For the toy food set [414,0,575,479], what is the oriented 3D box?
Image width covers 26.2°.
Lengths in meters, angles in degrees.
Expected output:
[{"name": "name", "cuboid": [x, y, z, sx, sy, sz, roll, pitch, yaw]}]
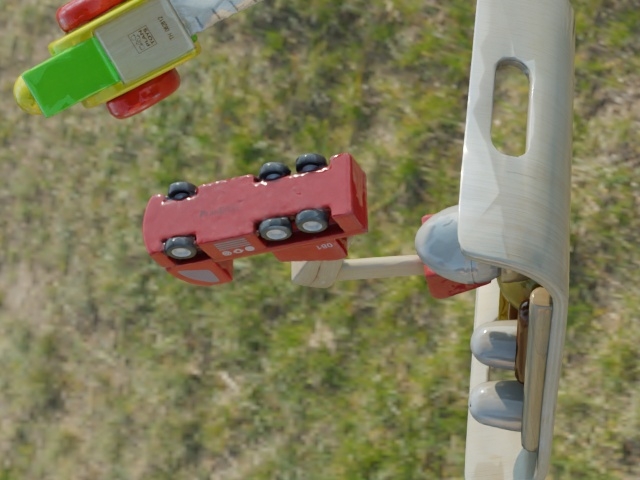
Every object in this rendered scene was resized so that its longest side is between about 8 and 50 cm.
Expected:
[{"name": "toy food set", "cuboid": [0.114, 0.006, 0.914, 0.092, 0.306, 0.219, 3, 55, 7]}]

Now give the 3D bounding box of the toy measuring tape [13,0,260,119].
[{"name": "toy measuring tape", "cuboid": [-0.117, -0.189, 1.158, 0.330, 0.121, 0.121, -24, 65, 18]}]

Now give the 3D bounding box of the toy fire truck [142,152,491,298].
[{"name": "toy fire truck", "cuboid": [0.000, 0.000, 0.872, 0.192, 0.135, 0.047, -12, 60, 19]}]
